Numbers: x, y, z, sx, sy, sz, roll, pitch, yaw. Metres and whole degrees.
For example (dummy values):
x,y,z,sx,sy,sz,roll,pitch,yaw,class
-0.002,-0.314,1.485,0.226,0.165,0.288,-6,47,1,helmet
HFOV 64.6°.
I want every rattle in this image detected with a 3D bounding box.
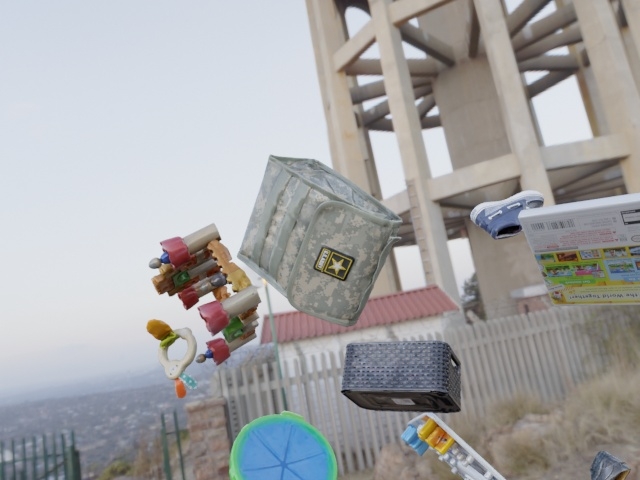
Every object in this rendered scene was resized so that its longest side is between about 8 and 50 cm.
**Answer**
x,y,z,sx,sy,sz,roll,pitch,yaw,class
-0.427,0.338,1.454,0.130,0.200,0.143,-5,-29,-2,rattle

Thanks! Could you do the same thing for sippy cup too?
x,y,z,sx,sy,sz,roll,pitch,yaw,class
-0.104,0.551,1.123,0.305,0.240,0.224,-21,-40,-47,sippy cup

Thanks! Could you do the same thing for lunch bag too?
x,y,z,sx,sy,sz,roll,pitch,yaw,class
0.000,0.000,0.980,0.169,0.287,0.235,-6,-56,-50,lunch bag

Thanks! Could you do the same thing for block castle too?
x,y,z,sx,sy,sz,roll,pitch,yaw,class
-0.339,0.175,1.485,0.213,0.303,0.453,-28,-17,-20,block castle

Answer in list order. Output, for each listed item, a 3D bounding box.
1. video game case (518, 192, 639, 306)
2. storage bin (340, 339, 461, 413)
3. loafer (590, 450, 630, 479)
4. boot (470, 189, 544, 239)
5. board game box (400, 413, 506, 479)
x,y,z,sx,sy,sz,roll,pitch,yaw,class
0.467,0.022,0.822,0.227,0.206,0.026,-9,31,43,video game case
0.137,0.232,0.853,0.180,0.084,0.122,-7,-35,26,storage bin
0.593,0.535,1.066,0.062,0.170,0.061,24,-4,-30,loafer
0.431,-0.051,1.112,0.190,0.086,0.069,-16,-46,-16,boot
0.349,0.544,1.103,0.050,0.390,0.390,-44,-19,-14,board game box
